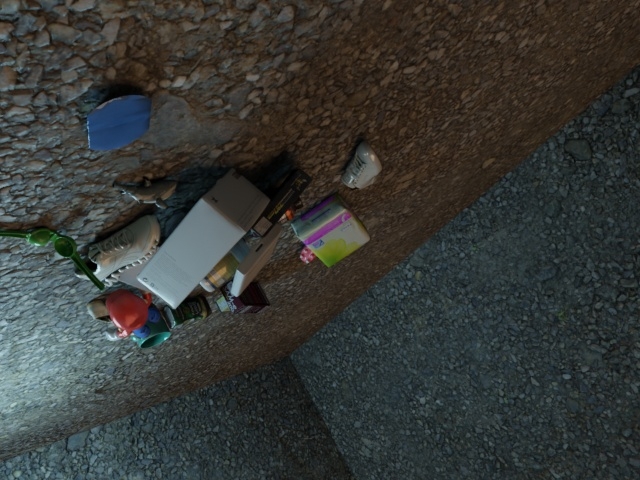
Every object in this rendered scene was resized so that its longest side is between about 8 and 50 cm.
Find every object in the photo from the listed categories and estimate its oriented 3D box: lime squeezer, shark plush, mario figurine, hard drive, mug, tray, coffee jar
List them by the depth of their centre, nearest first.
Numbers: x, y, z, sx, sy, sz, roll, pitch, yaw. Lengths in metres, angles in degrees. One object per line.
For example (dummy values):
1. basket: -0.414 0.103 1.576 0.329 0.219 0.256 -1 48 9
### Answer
1. lime squeezer: -0.669 0.021 1.313 0.058 0.110 0.310 -24 137 34
2. shark plush: -0.449 -0.136 1.364 0.161 0.073 0.067 11 118 -35
3. tray: -0.544 0.085 1.698 0.145 0.030 0.270 -59 164 -10
4. hard drive: -0.220 0.072 1.811 0.203 0.040 0.307 -52 179 -22
5. mario figurine: -0.649 0.232 1.819 0.170 0.198 0.320 -1 161 -5
6. mug: -0.677 0.351 2.126 0.129 0.097 0.158 -27 160 -12
7. coffee jar: -0.539 0.290 2.188 0.184 0.096 0.079 -14 158 -43

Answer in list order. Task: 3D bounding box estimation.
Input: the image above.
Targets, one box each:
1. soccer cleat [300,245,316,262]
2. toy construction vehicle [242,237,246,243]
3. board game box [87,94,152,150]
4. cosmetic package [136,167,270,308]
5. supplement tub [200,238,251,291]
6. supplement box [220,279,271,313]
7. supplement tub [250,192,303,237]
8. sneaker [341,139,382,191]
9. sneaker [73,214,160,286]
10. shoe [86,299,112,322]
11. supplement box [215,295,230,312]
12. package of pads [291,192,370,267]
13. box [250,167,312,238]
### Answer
1. soccer cleat: 0.000 0.000 2.347 0.248 0.083 0.095 -47 -172 25
2. toy construction vehicle: -0.317 0.016 1.947 0.098 0.035 0.086 -12 164 -39
3. board game box: -0.418 -0.252 1.103 0.133 0.033 0.169 -27 167 -30
4. cosmetic package: -0.337 -0.005 1.541 0.385 0.156 0.217 -41 -168 32
5. supplement tub: -0.341 0.062 1.816 0.199 0.144 0.144 -39 162 -8
6. supplement box: -0.327 0.251 2.366 0.073 0.130 0.239 -36 160 15
7. supplement tub: -0.157 -0.097 1.784 0.197 0.106 0.106 -29 161 -7
8. sneaker: 0.137 -0.241 1.871 0.123 0.106 0.290 -32 163 -6
9. sneaker: -0.562 0.028 1.490 0.292 0.110 0.118 -38 152 17
10. shoe: -0.739 0.261 1.859 0.076 0.058 0.219 -30 161 -3
11. supplement box: -0.411 0.278 2.416 0.083 0.056 0.083 -38 160 20
12. package of pads: 0.051 -0.039 2.157 0.229 0.101 0.296 -34 143 7
13. box: -0.128 -0.115 1.640 0.233 0.059 0.183 -50 -169 -3
